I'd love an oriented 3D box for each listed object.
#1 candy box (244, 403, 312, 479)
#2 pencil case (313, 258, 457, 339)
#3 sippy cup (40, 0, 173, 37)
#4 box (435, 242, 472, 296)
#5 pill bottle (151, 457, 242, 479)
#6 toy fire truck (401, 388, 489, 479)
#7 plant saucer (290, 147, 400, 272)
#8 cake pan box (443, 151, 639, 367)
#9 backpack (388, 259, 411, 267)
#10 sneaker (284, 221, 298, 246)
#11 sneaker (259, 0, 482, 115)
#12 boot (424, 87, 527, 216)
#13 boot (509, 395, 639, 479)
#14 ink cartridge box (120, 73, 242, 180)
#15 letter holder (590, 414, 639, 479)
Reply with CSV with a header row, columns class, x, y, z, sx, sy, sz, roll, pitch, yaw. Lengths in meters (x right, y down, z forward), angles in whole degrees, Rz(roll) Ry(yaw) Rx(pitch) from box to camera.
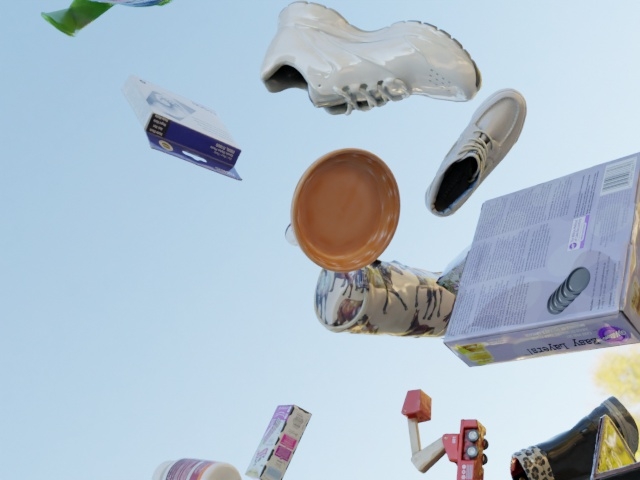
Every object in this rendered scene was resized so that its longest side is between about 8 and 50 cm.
class,x,y,z,sx,sy,sz,roll,pitch,yaw
candy box,-0.126,0.604,2.310,0.233,0.071,0.159,-64,13,-21
pencil case,0.186,0.124,1.725,0.410,0.160,0.183,10,-82,-39
sippy cup,-0.309,-0.456,1.167,0.224,0.240,0.305,-75,-12,-66
box,0.341,0.094,1.488,0.057,0.201,0.293,-55,-5,-10
pill bottle,-0.292,0.570,1.817,0.121,0.221,0.121,9,-103,-44
toy fire truck,0.188,0.327,1.211,0.047,0.135,0.192,44,-134,-45
plant saucer,0.037,-0.049,1.249,0.200,0.037,0.200,-6,-78,-28
cake pan box,0.294,0.022,0.986,0.070,0.246,0.267,44,-131,-27
backpack,0.220,0.130,2.171,0.115,0.152,0.182,-61,-6,15
sneaker,0.000,-0.001,2.034,0.270,0.145,0.090,-21,-45,36
sneaker,0.057,-0.208,0.989,0.129,0.297,0.111,-63,-29,-21
boot,0.269,-0.145,1.329,0.258,0.095,0.123,-58,-2,10
boot,0.601,0.553,1.837,0.284,0.138,0.377,-24,-48,-8
ink cartridge box,-0.267,-0.226,1.557,0.223,0.224,0.045,18,-63,-43
letter holder,0.552,0.407,1.169,0.152,0.302,0.214,-28,5,27
